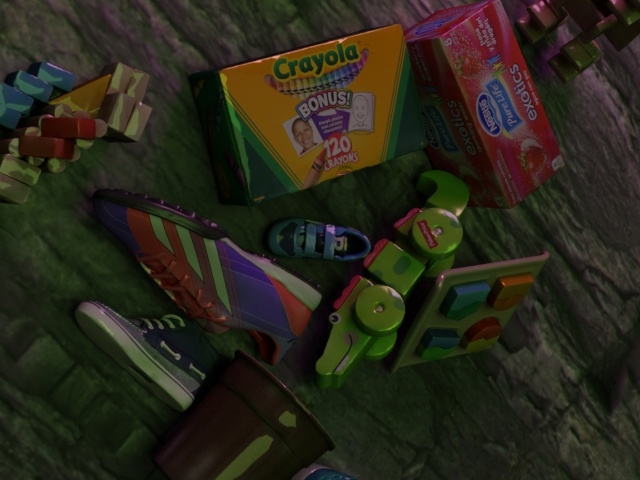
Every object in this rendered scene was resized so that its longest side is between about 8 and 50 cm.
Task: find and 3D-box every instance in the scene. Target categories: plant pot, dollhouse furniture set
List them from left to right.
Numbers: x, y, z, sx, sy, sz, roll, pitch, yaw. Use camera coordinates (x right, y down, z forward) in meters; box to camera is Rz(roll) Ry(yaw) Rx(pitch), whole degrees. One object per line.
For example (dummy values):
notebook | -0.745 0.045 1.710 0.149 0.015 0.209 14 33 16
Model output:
plant pot | -0.097 0.245 1.267 0.165 0.167 0.167 -45 115 -15
dollhouse furniture set | 0.376 -0.386 1.502 0.161 0.212 0.242 -34 84 -25

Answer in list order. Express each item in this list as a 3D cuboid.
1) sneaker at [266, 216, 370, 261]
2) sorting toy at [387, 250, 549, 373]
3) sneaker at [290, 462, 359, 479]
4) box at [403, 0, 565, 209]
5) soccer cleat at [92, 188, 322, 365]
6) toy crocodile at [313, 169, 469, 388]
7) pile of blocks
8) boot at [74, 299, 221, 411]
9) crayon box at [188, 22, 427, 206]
sneaker | 0.000 0.000 1.367 0.144 0.059 0.053 3 93 -32
sorting toy | 0.204 0.102 1.453 0.208 0.038 0.193 -12 141 -34
sneaker | 0.091 0.415 1.380 0.124 0.178 0.295 -46 116 -22
box | 0.207 -0.179 1.448 0.123 0.128 0.256 -36 112 -26
soccer cleat | -0.139 0.042 1.256 0.318 0.109 0.116 31 81 -33
toy crocodile | 0.092 0.049 1.402 0.105 0.115 0.340 34 73 13
pile of blocks | -0.326 -0.108 1.117 0.362 0.113 0.149 -37 112 -26
boot | -0.199 0.111 1.248 0.190 0.069 0.086 51 60 -33
crayon box | -0.010 -0.159 1.337 0.278 0.081 0.165 -21 104 -30
